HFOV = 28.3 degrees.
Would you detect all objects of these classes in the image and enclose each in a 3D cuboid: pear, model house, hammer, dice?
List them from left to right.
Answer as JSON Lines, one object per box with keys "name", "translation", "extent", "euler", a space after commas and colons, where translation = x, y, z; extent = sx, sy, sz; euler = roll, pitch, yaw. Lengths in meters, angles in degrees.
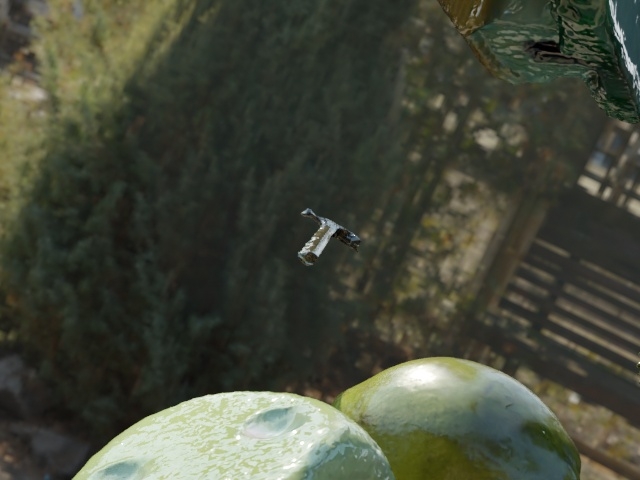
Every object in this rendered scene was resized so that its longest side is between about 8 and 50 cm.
{"name": "dice", "translation": [-0.077, 0.297, 1.153], "extent": [0.250, 0.252, 0.254], "euler": [-4, 18, 30]}
{"name": "hammer", "translation": [-0.001, 0.001, 2.149], "extent": [0.125, 0.027, 0.297], "euler": [29, 13, 3]}
{"name": "pear", "translation": [0.193, 0.337, 1.876], "extent": [0.414, 0.351, 0.352], "euler": [15, 10, 12]}
{"name": "model house", "translation": [0.150, -0.246, 1.048], "extent": [0.249, 0.229, 0.280], "euler": [7, -14, 24]}

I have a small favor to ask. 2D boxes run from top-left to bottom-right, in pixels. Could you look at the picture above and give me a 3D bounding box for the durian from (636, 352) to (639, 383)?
{"name": "durian", "translation": [0.543, 0.161, 1.845], "extent": [0.137, 0.220, 0.095], "euler": [19, -14, -5]}
